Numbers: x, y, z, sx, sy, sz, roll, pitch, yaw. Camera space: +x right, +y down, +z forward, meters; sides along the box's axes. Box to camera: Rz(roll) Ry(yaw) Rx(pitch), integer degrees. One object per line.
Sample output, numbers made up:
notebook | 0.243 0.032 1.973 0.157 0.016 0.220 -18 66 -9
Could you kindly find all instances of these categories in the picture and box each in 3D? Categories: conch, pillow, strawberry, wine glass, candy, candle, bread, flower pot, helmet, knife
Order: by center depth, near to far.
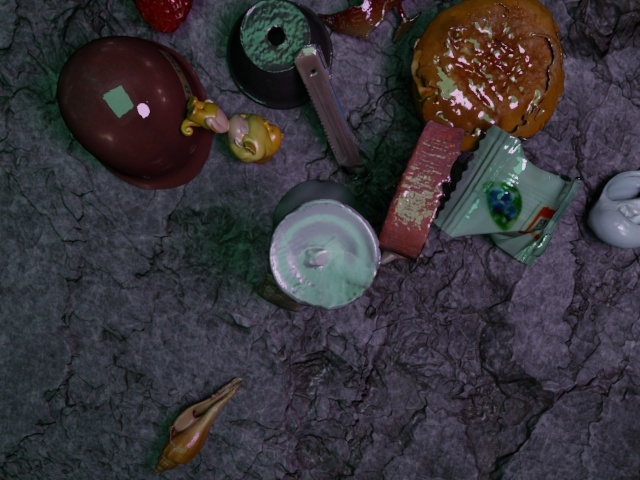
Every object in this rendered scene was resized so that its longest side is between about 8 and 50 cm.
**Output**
candle | 0.213 -0.125 0.946 0.131 0.317 0.287 22 135 7
wine glass | 0.000 0.000 0.964 0.266 0.406 0.268 0 99 1
helmet | -0.444 -0.303 0.995 0.337 0.230 0.385 -27 96 1
strawberry | -0.362 -0.614 0.996 0.205 0.205 0.245 10 119 -3
flower pot | -0.098 -0.457 1.018 0.268 0.166 0.269 -1 99 -4
bread | 0.381 -0.382 1.028 0.357 0.204 0.337 -18 96 -3
knife | 0.036 -0.295 1.031 0.089 0.043 0.365 -32 129 -1
candy | 0.485 -0.082 1.049 0.397 0.172 0.263 14 120 -39
pillow | -0.095 0.134 1.086 0.135 0.211 0.034 29 65 -5
conch | 0.803 -0.081 1.122 0.221 0.121 0.185 -36 94 -4
conch | -0.336 0.503 1.183 0.109 0.093 0.330 40 74 11

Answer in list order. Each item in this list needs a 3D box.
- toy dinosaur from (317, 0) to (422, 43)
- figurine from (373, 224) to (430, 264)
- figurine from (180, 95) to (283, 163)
toy dinosaur | 0.176 -0.619 1.050 0.206 0.113 0.327 28 108 -31
figurine | 0.206 -0.004 1.115 0.137 0.125 0.125 -22 98 11
figurine | -0.203 -0.260 1.037 0.246 0.156 0.131 23 130 -35
